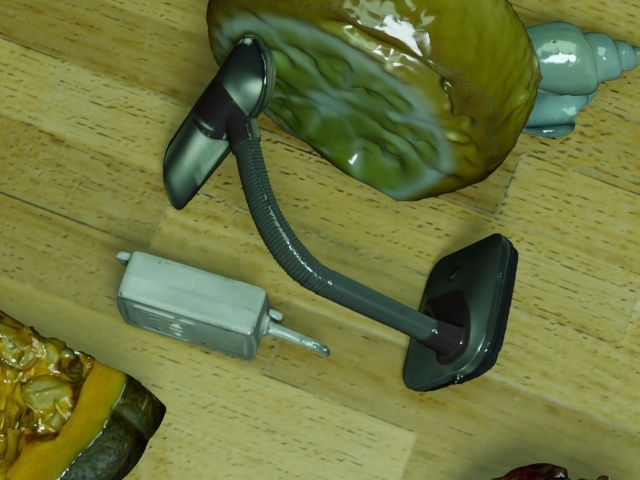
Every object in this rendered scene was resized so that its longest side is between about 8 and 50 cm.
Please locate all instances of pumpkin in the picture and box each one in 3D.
[{"bbox_3d":[-0.232,0.121,1.164,0.248,0.126,0.131,27,79,28],"label":"pumpkin"}]

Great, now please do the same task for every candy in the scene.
[{"bbox_3d":[0.036,-0.137,1.183,0.260,0.260,0.118,25,68,7],"label":"candy"}]

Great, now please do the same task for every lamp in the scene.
[{"bbox_3d":[-0.005,0.004,1.203,0.283,0.203,0.124,38,62,-11],"label":"lamp"}]

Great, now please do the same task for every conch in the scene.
[{"bbox_3d":[0.188,-0.135,1.293,0.180,0.088,0.065,-5,28,3],"label":"conch"}]

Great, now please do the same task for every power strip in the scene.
[{"bbox_3d":[-0.075,0.057,1.205,0.175,0.075,0.042,16,69,5],"label":"power strip"}]

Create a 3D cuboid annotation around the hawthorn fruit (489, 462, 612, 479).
[{"bbox_3d":[0.162,0.244,1.116,0.148,0.148,0.172,7,83,1],"label":"hawthorn fruit"}]
